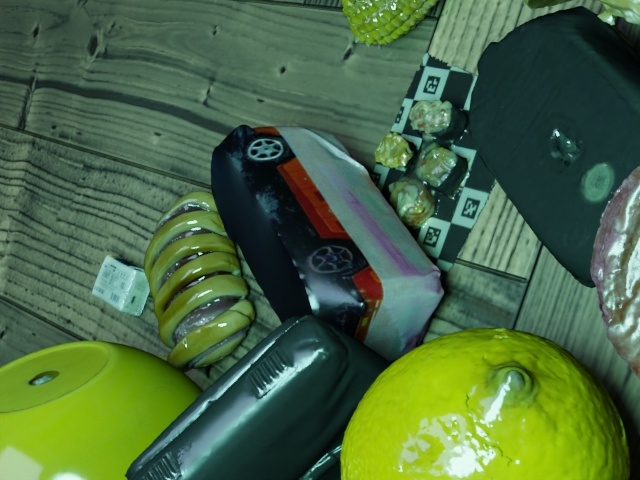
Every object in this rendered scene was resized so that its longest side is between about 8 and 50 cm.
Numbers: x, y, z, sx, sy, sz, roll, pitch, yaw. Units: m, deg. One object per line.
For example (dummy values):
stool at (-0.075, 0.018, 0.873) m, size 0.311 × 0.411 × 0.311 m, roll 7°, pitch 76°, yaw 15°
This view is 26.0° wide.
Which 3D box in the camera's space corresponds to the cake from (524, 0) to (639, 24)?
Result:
cake at (0.317, -0.256, 1.125) m, size 0.332 × 0.332 × 0.321 m, roll -34°, pitch 82°, yaw 36°

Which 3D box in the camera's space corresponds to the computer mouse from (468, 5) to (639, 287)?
computer mouse at (0.246, -0.081, 1.239) m, size 0.183 × 0.116 × 0.323 m, roll -54°, pitch 38°, yaw 22°

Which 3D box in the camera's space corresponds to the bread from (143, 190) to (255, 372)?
bread at (-0.156, 0.051, 1.673) m, size 0.134 × 0.081 × 0.225 m, roll -46°, pitch 46°, yaw 28°

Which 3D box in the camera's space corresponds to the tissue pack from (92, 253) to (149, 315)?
tissue pack at (-0.258, 0.058, 1.818) m, size 0.083 × 0.042 × 0.062 m, roll 21°, pitch 93°, yaw 51°

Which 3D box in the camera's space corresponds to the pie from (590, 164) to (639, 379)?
pie at (0.319, 0.032, 1.070) m, size 0.219 × 0.054 × 0.204 m, roll 8°, pitch 101°, yaw 12°

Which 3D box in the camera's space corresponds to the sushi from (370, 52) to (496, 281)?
sushi at (0.108, -0.085, 1.458) m, size 0.193 × 0.040 × 0.210 m, roll 34°, pitch 101°, yaw 50°

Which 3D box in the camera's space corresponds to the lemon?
lemon at (0.132, 0.188, 1.171) m, size 0.253 × 0.228 × 0.228 m, roll -29°, pitch 54°, yaw 47°

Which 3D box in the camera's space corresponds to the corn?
corn at (0.135, -0.314, 1.477) m, size 0.292 × 0.101 × 0.101 m, roll -35°, pitch 51°, yaw 37°

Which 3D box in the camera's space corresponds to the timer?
timer at (-0.238, 0.314, 1.497) m, size 0.376 × 0.376 × 0.386 m, roll 4°, pitch 120°, yaw 50°

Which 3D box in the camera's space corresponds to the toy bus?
toy bus at (0.000, 0.000, 1.447) m, size 0.302 × 0.147 × 0.127 m, roll 58°, pitch 146°, yaw 41°

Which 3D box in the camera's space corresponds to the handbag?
handbag at (-0.035, 0.205, 1.310) m, size 0.275 × 0.244 × 0.088 m, roll -46°, pitch 45°, yaw 6°

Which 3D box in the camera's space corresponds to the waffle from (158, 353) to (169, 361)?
waffle at (-0.223, 0.195, 1.739) m, size 0.135 × 0.021 × 0.092 m, roll -19°, pitch 59°, yaw 45°
